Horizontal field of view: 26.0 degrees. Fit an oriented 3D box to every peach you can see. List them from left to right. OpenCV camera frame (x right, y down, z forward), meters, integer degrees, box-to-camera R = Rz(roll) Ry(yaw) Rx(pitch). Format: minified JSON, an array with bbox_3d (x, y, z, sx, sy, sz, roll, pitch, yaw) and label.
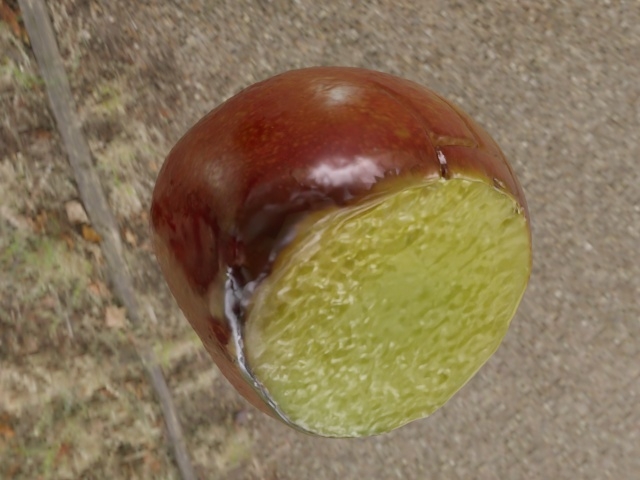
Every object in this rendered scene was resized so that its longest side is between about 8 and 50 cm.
[{"bbox_3d":[0.000,0.000,0.931,0.275,0.245,0.248,35,75,-60],"label":"peach"}]
